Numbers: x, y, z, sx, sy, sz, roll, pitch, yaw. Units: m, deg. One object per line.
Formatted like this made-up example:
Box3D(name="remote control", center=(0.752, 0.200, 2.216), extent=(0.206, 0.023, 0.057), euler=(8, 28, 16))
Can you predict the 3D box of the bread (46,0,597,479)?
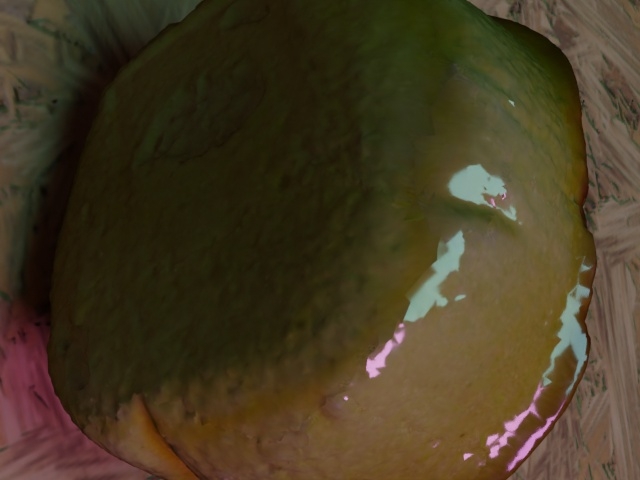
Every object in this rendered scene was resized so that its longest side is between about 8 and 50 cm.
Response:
Box3D(name="bread", center=(0.000, 0.000, 0.676), extent=(0.148, 0.270, 0.270), euler=(30, 66, -44))
